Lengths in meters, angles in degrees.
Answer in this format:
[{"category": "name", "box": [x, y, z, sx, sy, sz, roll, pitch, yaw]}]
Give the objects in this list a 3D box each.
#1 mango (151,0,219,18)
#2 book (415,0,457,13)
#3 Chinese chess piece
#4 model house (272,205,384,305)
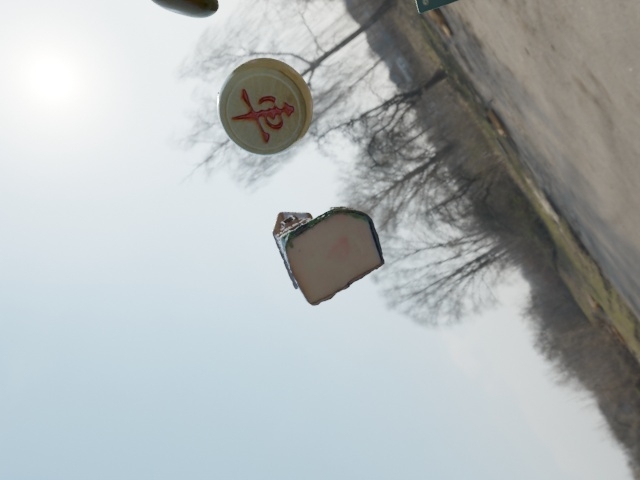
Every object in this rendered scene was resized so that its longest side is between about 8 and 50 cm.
[{"category": "mango", "box": [-0.404, -0.714, 1.591, 0.221, 0.121, 0.151, 17, -175, -33]}, {"category": "book", "box": [0.297, -0.584, 1.079, 0.027, 0.264, 0.202, -80, -28, -49]}, {"category": "Chinese chess piece", "box": [-0.143, -0.342, 1.434, 0.251, 0.250, 0.097, 51, -162, -18]}, {"category": "model house", "box": [0.000, 0.000, 1.425, 0.202, 0.236, 0.237, 63, 170, -24]}]
